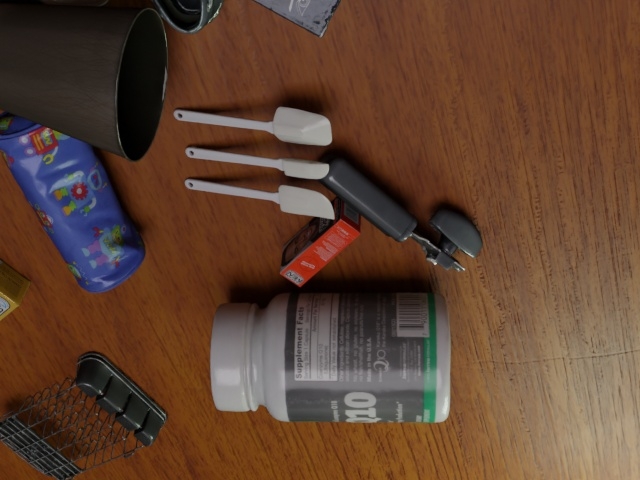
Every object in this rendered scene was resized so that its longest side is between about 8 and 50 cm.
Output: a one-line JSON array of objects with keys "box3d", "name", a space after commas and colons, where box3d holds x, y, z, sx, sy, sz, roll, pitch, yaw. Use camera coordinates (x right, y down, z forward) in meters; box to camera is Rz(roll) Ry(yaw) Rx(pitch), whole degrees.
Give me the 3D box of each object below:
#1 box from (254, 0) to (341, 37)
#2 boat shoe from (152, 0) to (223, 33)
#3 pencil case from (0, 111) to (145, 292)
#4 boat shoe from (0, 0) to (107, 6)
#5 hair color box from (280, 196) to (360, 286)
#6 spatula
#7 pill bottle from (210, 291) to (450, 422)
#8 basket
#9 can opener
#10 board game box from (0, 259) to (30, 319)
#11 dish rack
[{"box3d": [-0.030, -0.356, 1.170, 0.158, 0.093, 0.156, 26, 116, -16], "name": "box"}, {"box3d": [-0.194, -0.400, 1.189, 0.116, 0.099, 0.319, -9, 126, 10], "name": "boat shoe"}, {"box3d": [-0.361, -0.072, 1.437, 0.119, 0.133, 0.306, 19, 141, 45], "name": "pencil case"}, {"box3d": [-0.376, -0.335, 1.289, 0.206, 0.075, 0.065, 6, 170, -7], "name": "boat shoe"}, {"box3d": [0.000, 0.000, 1.494, 0.043, 0.072, 0.141, 35, 121, -21], "name": "hair color box"}, {"box3d": [-0.095, -0.120, 1.409, 0.242, 0.019, 0.168, 11, 130, 20], "name": "spatula"}, {"box3d": [0.019, 0.183, 1.549, 0.361, 0.204, 0.204, 0, 127, 5], "name": "pill bottle"}, {"box3d": [-0.329, -0.220, 1.249, 0.227, 0.154, 0.204, 14, 126, 10], "name": "basket"}, {"box3d": [0.123, -0.049, 1.464, 0.283, 0.076, 0.095, 38, 88, -22], "name": "can opener"}, {"box3d": [-0.674, 0.095, 1.615, 0.317, 0.064, 0.242, -36, 117, 26], "name": "board game box"}, {"box3d": [-0.442, 0.332, 1.776, 0.272, 0.074, 0.208, -27, 119, 24], "name": "dish rack"}]
